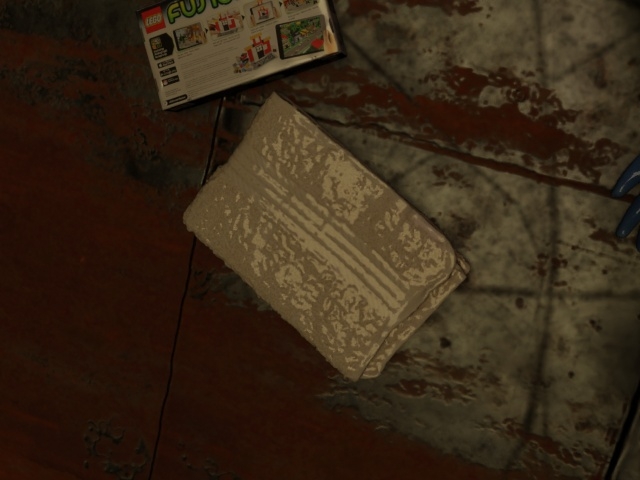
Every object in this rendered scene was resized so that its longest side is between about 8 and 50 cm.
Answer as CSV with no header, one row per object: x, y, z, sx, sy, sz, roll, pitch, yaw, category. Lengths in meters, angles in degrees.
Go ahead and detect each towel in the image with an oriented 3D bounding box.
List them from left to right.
0.000,0.000,0.761,0.282,0.049,0.187,41,104,7,towel

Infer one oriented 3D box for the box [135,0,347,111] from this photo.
-0.086,-0.220,0.762,0.206,0.036,0.114,-14,93,15,box

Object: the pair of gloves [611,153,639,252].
0.386,-0.036,0.672,0.198,0.023,0.159,28,103,10,pair of gloves
